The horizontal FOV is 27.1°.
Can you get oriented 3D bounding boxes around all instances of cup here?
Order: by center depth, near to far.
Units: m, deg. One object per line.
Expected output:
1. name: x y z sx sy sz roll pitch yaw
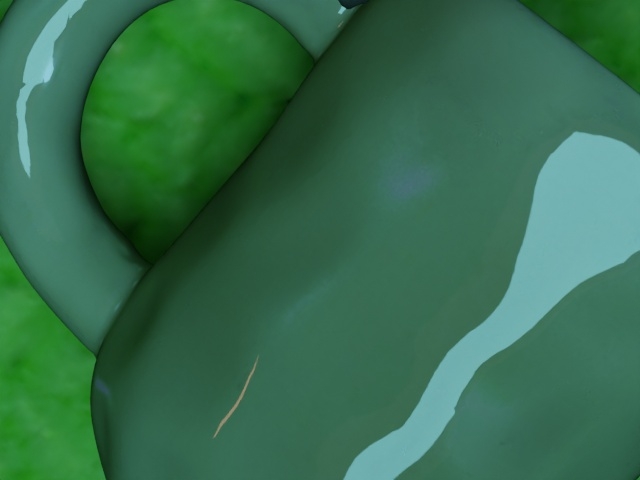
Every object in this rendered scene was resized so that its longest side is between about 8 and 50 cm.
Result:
1. cup: 0.005 0.008 0.437 0.255 0.173 0.202 36 100 -20

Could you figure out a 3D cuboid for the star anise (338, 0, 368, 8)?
1. star anise: 0.112 -0.167 0.289 0.315 0.108 0.315 -9 124 -13
